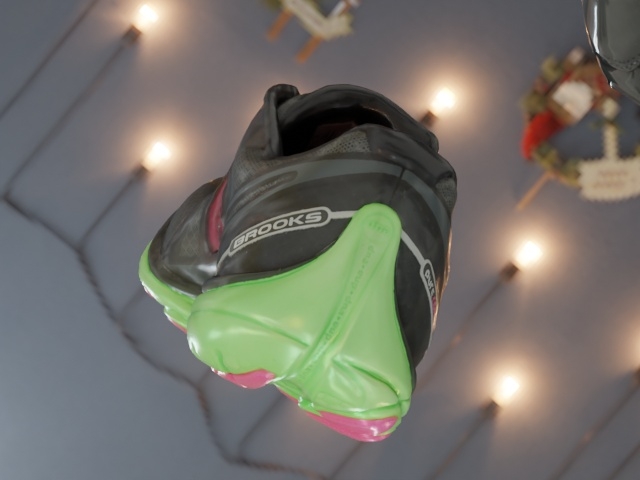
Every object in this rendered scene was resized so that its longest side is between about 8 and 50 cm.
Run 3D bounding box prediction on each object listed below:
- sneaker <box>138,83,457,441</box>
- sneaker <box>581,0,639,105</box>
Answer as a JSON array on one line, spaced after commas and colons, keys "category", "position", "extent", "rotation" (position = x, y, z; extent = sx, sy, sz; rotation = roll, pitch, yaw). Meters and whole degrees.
[{"category": "sneaker", "position": [0.000, 0.000, 1.059], "extent": [0.185, 0.202, 0.483], "rotation": [28, 178, -14]}, {"category": "sneaker", "position": [0.209, -0.124, 0.560], "extent": [0.109, 0.286, 0.130], "rotation": [-127, 29, -52]}]
